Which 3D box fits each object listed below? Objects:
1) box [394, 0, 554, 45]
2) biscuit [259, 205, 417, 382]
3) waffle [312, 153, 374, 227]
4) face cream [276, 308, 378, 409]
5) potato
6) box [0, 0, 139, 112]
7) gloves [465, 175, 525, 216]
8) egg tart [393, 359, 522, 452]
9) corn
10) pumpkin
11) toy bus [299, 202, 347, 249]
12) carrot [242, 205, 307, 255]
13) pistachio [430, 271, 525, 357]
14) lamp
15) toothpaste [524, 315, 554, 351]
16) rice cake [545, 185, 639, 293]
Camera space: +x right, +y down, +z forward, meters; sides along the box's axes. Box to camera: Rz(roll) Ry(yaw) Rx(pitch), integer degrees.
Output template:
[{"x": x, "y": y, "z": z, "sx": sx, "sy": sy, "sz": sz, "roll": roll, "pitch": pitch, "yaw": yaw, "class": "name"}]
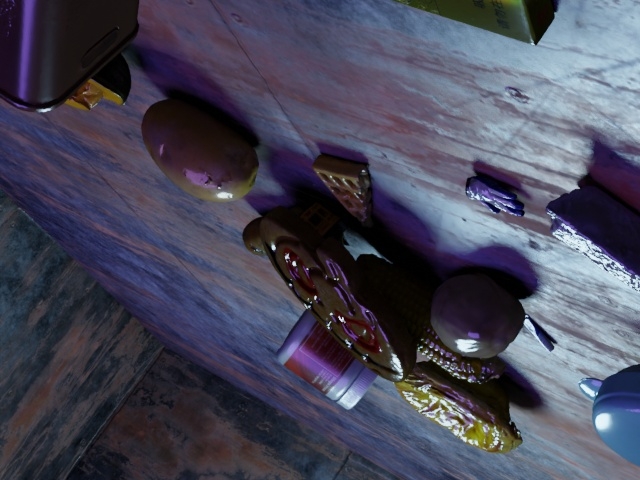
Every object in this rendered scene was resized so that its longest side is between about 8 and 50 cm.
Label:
[{"x": 0.073, "y": -0.297, "z": 1.145, "sx": 0.311, "sy": 0.043, "sz": 0.173, "roll": 26, "pitch": 162, "yaw": 31, "class": "box"}, {"x": 0.023, "y": 0.093, "z": 2.011, "sx": 0.367, "sy": 0.063, "sz": 0.314, "roll": 45, "pitch": 165, "yaw": 16, "class": "biscuit"}, {"x": 0.075, "y": -0.062, "z": 1.847, "sx": 0.125, "sy": 0.032, "sz": 0.191, "roll": 15, "pitch": 156, "yaw": 46, "class": "waffle"}, {"x": 0.037, "y": 0.209, "z": 2.372, "sx": 0.187, "sy": 0.201, "sz": 0.201, "roll": 35, "pitch": 164, "yaw": 0, "class": "face cream"}, {"x": -0.211, "y": -0.153, "z": 1.991, "sx": 0.234, "sy": 0.146, "sz": 0.150, "roll": 30, "pitch": 133, "yaw": 21, "class": "potato"}, {"x": -0.398, "y": -0.373, "z": 1.457, "sx": 0.339, "sy": 0.239, "sz": 0.229, "roll": 33, "pitch": 142, "yaw": 7, "class": "box"}, {"x": 0.231, "y": -0.056, "z": 1.546, "sx": 0.086, "sy": 0.026, "sz": 0.064, "roll": 24, "pitch": 162, "yaw": 22, "class": "gloves"}, {"x": 0.281, "y": 0.309, "z": 2.324, "sx": 0.294, "sy": 0.116, "sz": 0.295, "roll": 31, "pitch": 161, "yaw": 12, "class": "egg tart"}, {"x": 0.181, "y": 0.135, "z": 2.025, "sx": 0.321, "sy": 0.119, "sz": 0.119, "roll": 31, "pitch": 164, "yaw": 13, "class": "corn"}, {"x": -0.387, "y": -0.290, "z": 1.989, "sx": 0.183, "sy": 0.108, "sz": 0.119, "roll": 5, "pitch": 154, "yaw": 47, "class": "pumpkin"}, {"x": 0.000, "y": 0.000, "z": 2.093, "sx": 0.074, "sy": 0.069, "sz": 0.162, "roll": 40, "pitch": 163, "yaw": 18, "class": "toy bus"}, {"x": -0.074, "y": -0.024, "z": 2.186, "sx": 0.078, "sy": 0.078, "sz": 0.298, "roll": 39, "pitch": 159, "yaw": -11, "class": "carrot"}, {"x": 0.243, "y": 0.118, "z": 1.858, "sx": 0.136, "sy": 0.136, "sz": 0.226, "roll": 39, "pitch": 171, "yaw": -13, "class": "pistachio"}, {"x": 0.508, "y": 0.261, "z": 1.656, "sx": 0.209, "sy": 0.147, "sz": 0.284, "roll": 41, "pitch": 172, "yaw": -24, "class": "lamp"}, {"x": 0.350, "y": 0.149, "z": 1.907, "sx": 0.083, "sy": 0.015, "sz": 0.024, "roll": 48, "pitch": 153, "yaw": -22, "class": "toothpaste"}, {"x": 0.435, "y": 0.061, "z": 1.382, "sx": 0.399, "sy": 0.070, "sz": 0.064, "roll": 36, "pitch": 165, "yaw": 1, "class": "rice cake"}]
